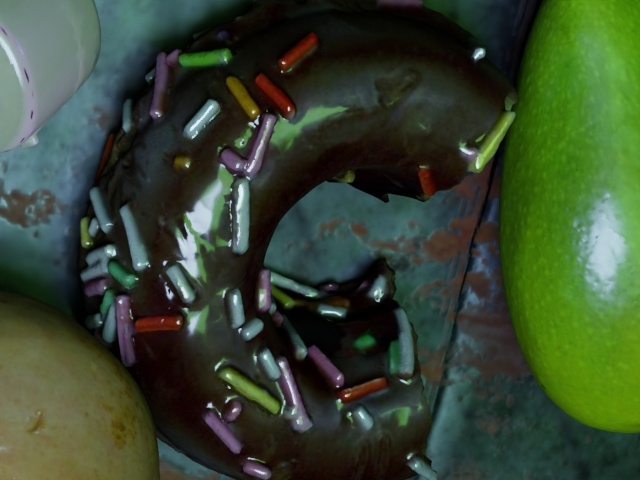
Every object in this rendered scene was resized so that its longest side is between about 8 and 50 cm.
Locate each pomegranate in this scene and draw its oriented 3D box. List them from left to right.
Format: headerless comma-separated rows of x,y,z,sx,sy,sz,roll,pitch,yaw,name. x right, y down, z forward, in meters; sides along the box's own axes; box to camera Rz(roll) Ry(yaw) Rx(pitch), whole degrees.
-0.233,0.146,1.040,0.270,0.229,0.252,23,66,-38,pomegranate

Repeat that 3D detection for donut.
-0.021,0.001,1.153,0.259,0.136,0.345,9,100,-27,donut

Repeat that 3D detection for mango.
0.200,-0.027,1.209,0.192,0.156,0.343,-38,123,-53,mango

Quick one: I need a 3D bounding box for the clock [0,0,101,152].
-0.290,-0.170,0.939,0.309,0.284,0.114,63,34,-21,clock
